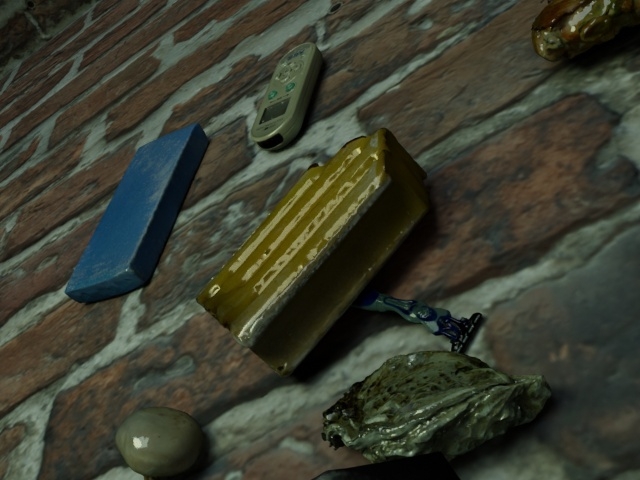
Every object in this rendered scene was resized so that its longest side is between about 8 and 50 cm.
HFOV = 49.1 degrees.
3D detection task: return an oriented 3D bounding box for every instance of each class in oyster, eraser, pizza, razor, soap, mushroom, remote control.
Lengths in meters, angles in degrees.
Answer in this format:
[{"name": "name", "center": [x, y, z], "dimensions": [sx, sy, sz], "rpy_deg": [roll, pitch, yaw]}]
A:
[{"name": "oyster", "center": [0.075, 0.128, 0.533], "dimensions": [0.125, 0.064, 0.177], "rpy_deg": [-44, 21, -30]}, {"name": "eraser", "center": [-0.272, -0.046, 1.068], "dimensions": [0.144, 0.043, 0.312], "rpy_deg": [-16, 42, 31]}, {"name": "pizza", "center": [0.313, -0.249, 0.707], "dimensions": [0.226, 0.069, 0.147], "rpy_deg": [-31, 14, 9]}, {"name": "razor", "center": [0.071, 0.061, 0.631], "dimensions": [0.154, 0.028, 0.044], "rpy_deg": [13, 62, 50]}, {"name": "soap", "center": [0.000, 0.000, 0.707], "dimensions": [0.257, 0.080, 0.160], "rpy_deg": [-48, 26, -9]}, {"name": "mushroom", "center": [-0.155, 0.203, 0.672], "dimensions": [0.085, 0.085, 0.079], "rpy_deg": [24, 113, 53]}, {"name": "remote control", "center": [-0.046, -0.213, 1.031], "dimensions": [0.078, 0.042, 0.222], "rpy_deg": [-15, 43, 32]}]

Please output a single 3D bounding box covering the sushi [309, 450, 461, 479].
[{"name": "sushi", "center": [-0.020, 0.253, 0.327], "dimensions": [0.212, 0.227, 0.216], "rpy_deg": [52, 124, 40]}]
